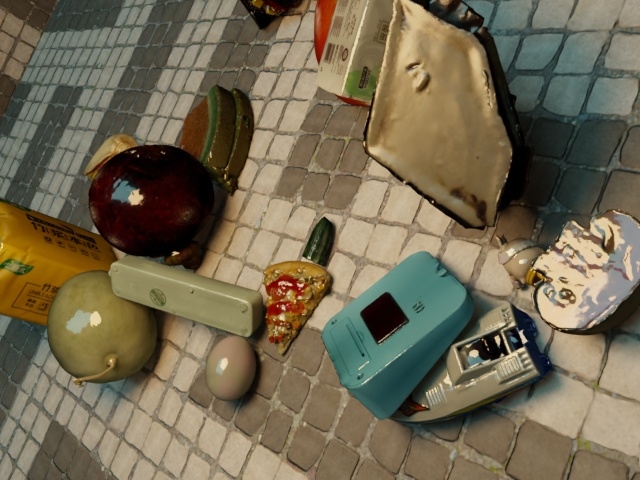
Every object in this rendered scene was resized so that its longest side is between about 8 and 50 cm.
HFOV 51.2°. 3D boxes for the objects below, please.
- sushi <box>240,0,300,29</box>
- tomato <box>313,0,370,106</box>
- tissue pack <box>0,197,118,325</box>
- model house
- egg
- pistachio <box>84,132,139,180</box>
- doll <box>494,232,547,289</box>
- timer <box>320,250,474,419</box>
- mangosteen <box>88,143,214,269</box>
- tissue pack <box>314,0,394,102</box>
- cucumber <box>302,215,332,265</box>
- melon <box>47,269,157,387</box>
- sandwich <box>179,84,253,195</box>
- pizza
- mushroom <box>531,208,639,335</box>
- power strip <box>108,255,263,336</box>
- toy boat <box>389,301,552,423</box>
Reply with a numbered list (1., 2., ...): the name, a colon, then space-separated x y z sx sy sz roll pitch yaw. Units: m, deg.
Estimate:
1. sushi: -0.116 -0.665 1.735 0.172 0.153 0.150 -39 24 -5
2. tomato: 0.101 -0.429 1.372 0.299 0.226 0.298 -22 53 33
3. tissue pack: -0.741 0.070 1.774 0.228 0.382 0.293 -54 45 10
4. model house: 0.244 -0.220 1.110 0.317 0.283 0.297 35 115 15
5. egg: -0.184 0.263 1.375 0.103 0.103 0.134 -8 63 40
6. pistachio: -0.619 -0.235 2.009 0.200 0.117 0.145 -42 9 28
7. doll: 0.321 0.039 1.061 0.127 0.073 0.084 47 135 42
8. timer: 0.135 0.148 1.127 0.250 0.091 0.232 -42 22 5
9. mangosteen: -0.397 -0.083 1.573 0.293 0.297 0.297 110 147 -41
10. tissue pack: 0.102 -0.360 1.178 0.159 0.145 0.229 -132 54 -63
11. cucumber: 0.000 0.000 1.381 0.048 0.048 0.105 7 70 44
12. melon: -0.521 0.202 1.597 0.271 0.272 0.308 -49 63 12
13. sandwich: -0.274 -0.269 1.712 0.212 0.109 0.291 7 75 43
14. pizza: -0.072 0.134 1.369 0.188 0.062 0.198 -3 69 43
15. mushroom: 0.395 0.057 0.946 0.188 0.117 0.141 -50 35 9
16. power strip: -0.304 0.113 1.458 0.386 0.062 0.091 14 118 21
17. toy boat: 0.204 0.216 1.060 0.295 0.088 0.129 -32 51 27
